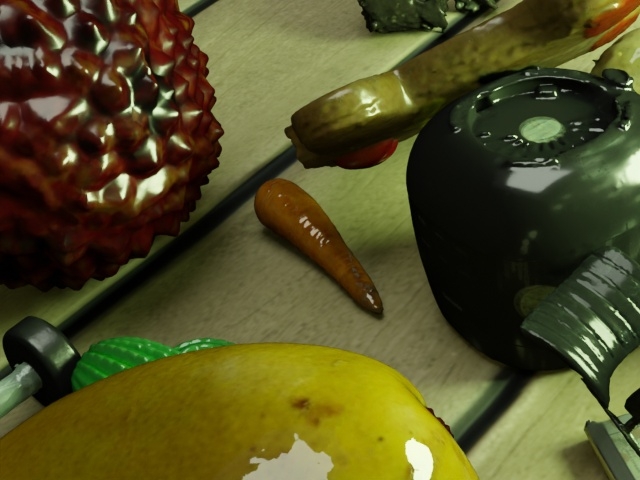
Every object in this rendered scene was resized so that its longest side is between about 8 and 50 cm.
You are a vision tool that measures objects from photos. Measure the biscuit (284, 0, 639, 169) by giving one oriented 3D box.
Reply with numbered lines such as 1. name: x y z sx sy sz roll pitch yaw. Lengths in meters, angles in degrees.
1. biscuit: 0.162 -0.172 1.296 0.394 0.076 0.368 -25 -2 12

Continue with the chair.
1. chair: 0.281 0.086 0.915 0.140 0.145 0.221 -38 76 -29

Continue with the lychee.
1. lychee: -0.327 -0.171 1.314 0.425 0.424 0.500 -30 58 -22

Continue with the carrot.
1. carrot: 0.000 0.000 1.302 0.061 0.061 0.257 -27 41 -19

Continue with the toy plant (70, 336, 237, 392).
1. toy plant: -0.118 0.149 1.108 0.240 0.088 0.154 2 39 11

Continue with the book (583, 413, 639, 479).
1. book: 0.353 0.176 0.987 0.231 0.026 0.157 -16 39 -4

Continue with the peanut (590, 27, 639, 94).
1. peanut: 0.408 -0.188 1.373 0.224 0.129 0.129 -9 35 -7

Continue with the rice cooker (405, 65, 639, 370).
1. rice cooker: 0.215 -0.031 1.135 0.267 0.224 0.267 -7 35 5

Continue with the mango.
1. mango: -0.098 0.219 0.897 0.446 0.232 0.300 -12 41 17

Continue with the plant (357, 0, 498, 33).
1. plant: 0.147 -0.363 1.688 0.203 0.142 0.131 -21 26 3

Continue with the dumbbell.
1. dumbbell: -0.318 0.161 1.141 0.100 0.100 0.191 21 48 38
